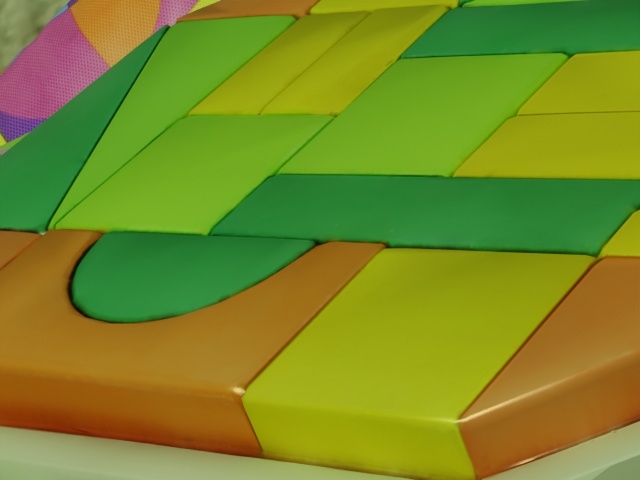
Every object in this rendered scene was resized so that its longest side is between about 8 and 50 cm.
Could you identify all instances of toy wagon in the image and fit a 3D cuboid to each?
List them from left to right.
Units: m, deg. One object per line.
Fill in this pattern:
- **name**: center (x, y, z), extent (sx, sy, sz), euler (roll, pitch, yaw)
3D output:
- **toy wagon**: center (0.000, 0.000, 0.464), extent (0.344, 0.068, 0.267), euler (3, 36, 42)

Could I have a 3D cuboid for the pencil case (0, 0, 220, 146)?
- **pencil case**: center (-0.070, -0.017, 0.661), extent (0.236, 0.104, 0.104), euler (-46, 54, 11)
